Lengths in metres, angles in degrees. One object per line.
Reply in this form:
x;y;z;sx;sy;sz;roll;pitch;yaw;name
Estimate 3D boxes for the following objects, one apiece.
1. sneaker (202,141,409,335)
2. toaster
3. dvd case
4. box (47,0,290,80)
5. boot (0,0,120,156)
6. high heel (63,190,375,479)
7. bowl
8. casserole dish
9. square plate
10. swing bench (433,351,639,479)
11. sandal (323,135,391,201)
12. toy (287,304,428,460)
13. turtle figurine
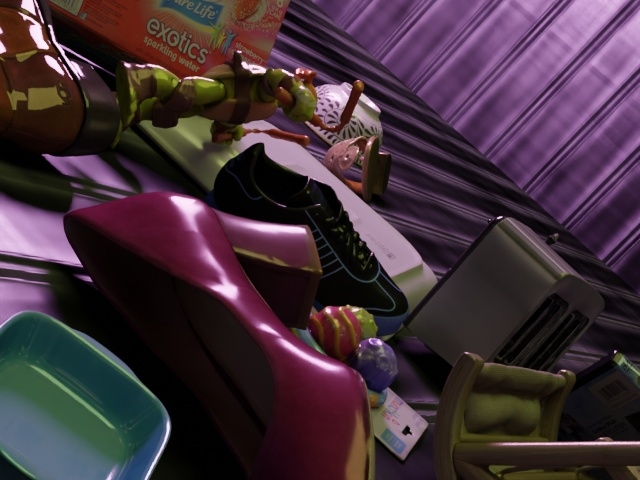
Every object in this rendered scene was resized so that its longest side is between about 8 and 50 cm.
0.000;0.000;1.332;0.232;0.090;0.081;34;37;-9;sneaker
0.201;0.070;1.481;0.110;0.186;0.168;44;6;29;toaster
0.325;0.228;1.362;0.253;0.180;0.022;43;55;-1;dvd case
-0.195;-0.260;1.477;0.142;0.154;0.300;15;-8;45;box
-0.325;-0.162;1.095;0.264;0.096;0.280;53;24;22;boot
-0.076;0.096;0.899;0.181;0.127;0.377;6;28;-14;high heel
0.042;-0.194;2.186;0.170;0.080;0.170;38;12;-9;bowl
-0.143;0.099;0.752;0.114;0.037;0.188;39;13;-5;casserole dish
-0.013;-0.036;1.560;0.344;0.049;0.347;41;13;9;square plate
0.244;0.209;1.157;0.254;0.165;0.253;16;1;31;swing bench
0.044;-0.101;1.945;0.079;0.088;0.240;10;1;10;sandal
0.011;0.078;1.219;0.237;0.056;0.137;41;14;7;toy
-0.085;-0.136;1.309;0.217;0.087;0.269;-3;-1;-22;turtle figurine
